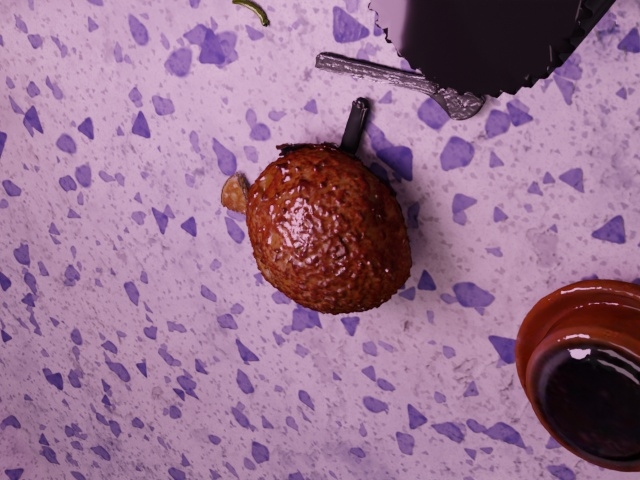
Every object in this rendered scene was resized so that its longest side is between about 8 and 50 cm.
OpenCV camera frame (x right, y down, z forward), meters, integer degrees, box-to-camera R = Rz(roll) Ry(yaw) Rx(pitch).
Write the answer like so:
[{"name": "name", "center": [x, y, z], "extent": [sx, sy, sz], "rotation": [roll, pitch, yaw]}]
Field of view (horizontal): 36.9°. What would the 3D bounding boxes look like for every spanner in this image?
[{"name": "spanner", "center": [0.128, -0.269, 1.605], "extent": [0.325, 0.026, 0.093], "rotation": [19, 128, 29]}]

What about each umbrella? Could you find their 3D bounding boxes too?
[{"name": "umbrella", "center": [0.058, -0.196, 1.699], "extent": [0.036, 0.031, 0.133], "rotation": [31, 131, 15]}]

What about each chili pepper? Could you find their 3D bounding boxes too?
[{"name": "chili pepper", "center": [-0.125, -0.409, 1.708], "extent": [0.083, 0.017, 0.030], "rotation": [41, 136, 7]}]

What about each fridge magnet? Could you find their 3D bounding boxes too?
[{"name": "fridge magnet", "center": [0.484, 0.231, 1.563], "extent": [0.363, 0.155, 0.364], "rotation": [19, 127, 28]}]

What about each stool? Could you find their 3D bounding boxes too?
[{"name": "stool", "center": [0.258, -0.376, 1.220], "extent": [0.297, 0.330, 0.297], "rotation": [18, 127, 26]}]

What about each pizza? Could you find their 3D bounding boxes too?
[{"name": "pizza", "center": [-0.170, -0.089, 1.947], "extent": [0.099, 0.029, 0.100], "rotation": [-8, 110, 49]}]

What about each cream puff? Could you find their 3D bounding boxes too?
[{"name": "cream puff", "center": [0.004, 0.001, 1.718], "extent": [0.350, 0.229, 0.350], "rotation": [23, 142, 20]}]
